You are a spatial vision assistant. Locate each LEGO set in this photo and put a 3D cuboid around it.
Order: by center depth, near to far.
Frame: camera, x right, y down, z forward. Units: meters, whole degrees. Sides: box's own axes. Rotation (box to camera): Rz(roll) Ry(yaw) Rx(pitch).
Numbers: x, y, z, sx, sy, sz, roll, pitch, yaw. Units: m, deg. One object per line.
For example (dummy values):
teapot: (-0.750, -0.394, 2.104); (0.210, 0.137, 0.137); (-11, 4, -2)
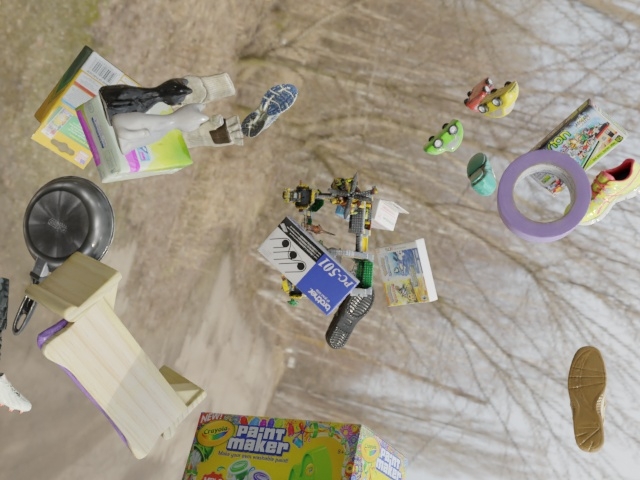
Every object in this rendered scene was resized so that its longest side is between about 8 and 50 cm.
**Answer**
LEGO set: (0.000, 0.000, 1.773); (0.192, 0.255, 0.331); (12, 89, -65)

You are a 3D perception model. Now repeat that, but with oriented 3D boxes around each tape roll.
tape roll: (0.471, -0.093, 1.625); (0.080, 0.189, 0.188); (39, 66, -76)

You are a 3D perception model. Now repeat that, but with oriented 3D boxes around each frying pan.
frying pan: (-0.543, 0.011, 1.492); (0.326, 0.197, 0.053); (-40, 170, 7)

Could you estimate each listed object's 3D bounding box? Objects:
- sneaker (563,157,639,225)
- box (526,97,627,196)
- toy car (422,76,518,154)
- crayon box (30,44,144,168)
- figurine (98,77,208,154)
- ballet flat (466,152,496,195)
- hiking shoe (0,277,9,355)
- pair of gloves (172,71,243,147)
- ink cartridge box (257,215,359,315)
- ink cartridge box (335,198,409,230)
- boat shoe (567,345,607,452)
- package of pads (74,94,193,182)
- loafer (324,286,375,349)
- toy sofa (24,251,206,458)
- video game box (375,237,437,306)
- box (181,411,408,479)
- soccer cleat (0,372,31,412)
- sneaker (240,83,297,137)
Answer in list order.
sneaker: (0.635, -0.116, 1.731); (0.209, 0.094, 0.081); (-35, -139, 4)
box: (0.548, -0.200, 1.674); (0.207, 0.114, 0.036); (-46, -171, 36)
toy car: (0.319, -0.257, 1.652); (0.225, 0.053, 0.239); (-42, -167, 6)
crayon box: (-0.728, -0.408, 2.362); (0.323, 0.203, 0.083); (-53, -136, 1)
figurine: (-0.373, -0.294, 1.730); (0.215, 0.210, 0.092); (-124, -157, -44)
ballet flat: (0.513, -0.200, 2.420); (0.083, 0.087, 0.247); (-39, -166, 23)
hiking shoe: (-0.587, 0.143, 1.245); (0.304, 0.132, 0.113); (-143, -122, -69)
pair of gloves: (-0.337, -0.375, 2.240); (0.042, 0.204, 0.240); (-74, 158, -51)
ink cartridge box: (-0.025, 0.053, 1.620); (0.097, 0.207, 0.046); (-48, 174, 9)
ink cartridge box: (0.146, -0.077, 2.171); (0.104, 0.181, 0.061); (28, 75, -49)
boat shoe: (0.436, 0.258, 1.257); (0.059, 0.063, 0.170); (22, 71, -75)
package of pads: (-0.513, -0.291, 2.117); (0.297, 0.101, 0.229); (-17, 85, -58)
loafer: (0.074, 0.211, 2.226); (0.220, 0.080, 0.078); (-53, -156, -15)
toy sofa: (-0.377, 0.211, 1.375); (0.177, 0.150, 0.362); (-46, 132, -24)
video game box: (0.278, 0.106, 2.505); (0.187, 0.048, 0.205); (-14, -90, 50)
box: (-0.054, 0.421, 1.131); (0.177, 0.290, 0.279); (47, 48, -47)
soccer cleat: (-0.847, 0.396, 2.040); (0.068, 0.196, 0.076); (17, -108, 54)
sneaker: (-0.100, -0.258, 1.503); (0.135, 0.052, 0.058); (-39, -177, 9)
